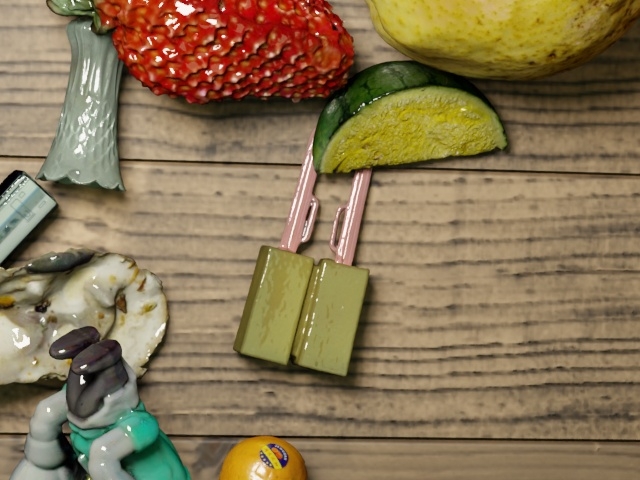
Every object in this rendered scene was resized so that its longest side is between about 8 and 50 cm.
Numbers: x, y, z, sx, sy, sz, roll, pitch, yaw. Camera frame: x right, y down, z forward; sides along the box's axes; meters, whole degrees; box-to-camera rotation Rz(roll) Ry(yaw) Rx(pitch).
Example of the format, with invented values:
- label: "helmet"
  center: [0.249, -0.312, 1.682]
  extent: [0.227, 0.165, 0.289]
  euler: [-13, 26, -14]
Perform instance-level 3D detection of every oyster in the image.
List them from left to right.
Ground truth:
- label: "oyster"
  center: [-0.285, 0.060, 1.605]
  extent: [0.345, 0.078, 0.129]
  euler: [3, 112, -32]

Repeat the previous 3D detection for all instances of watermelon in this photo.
- label: "watermelon"
  center: [0.074, -0.123, 1.695]
  extent: [0.181, 0.075, 0.092]
  euler: [-10, 132, -11]

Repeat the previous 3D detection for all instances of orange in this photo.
- label: "orange"
  center: [-0.052, 0.216, 1.685]
  extent: [0.083, 0.083, 0.084]
  euler: [0, 94, -7]

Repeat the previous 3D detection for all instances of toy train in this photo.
- label: "toy train"
  center: [-0.333, 0.044, 1.654]
  extent: [0.048, 0.055, 0.252]
  euler: [44, 89, -17]

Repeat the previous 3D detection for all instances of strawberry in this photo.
- label: "strawberry"
  center: [-0.094, -0.214, 1.605]
  extent: [0.286, 0.106, 0.188]
  euler: [15, 61, -14]

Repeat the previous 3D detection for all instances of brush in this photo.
- label: "brush"
  center: [0.000, 0.000, 1.695]
  extent: [0.103, 0.047, 0.233]
  euler: [14, 87, -9]

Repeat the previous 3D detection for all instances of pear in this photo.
- label: "pear"
  center: [0.148, -0.257, 1.591]
  extent: [0.271, 0.271, 0.271]
  euler: [0, 94, -7]

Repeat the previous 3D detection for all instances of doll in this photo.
- label: "doll"
  center: [-0.196, 0.207, 1.624]
  extent: [0.153, 0.195, 0.258]
  euler: [-29, 98, -25]

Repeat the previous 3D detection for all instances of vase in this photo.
- label: "vase"
  center: [-0.200, -0.121, 1.647]
  extent: [0.081, 0.081, 0.149]
  euler: [9, 90, -7]
